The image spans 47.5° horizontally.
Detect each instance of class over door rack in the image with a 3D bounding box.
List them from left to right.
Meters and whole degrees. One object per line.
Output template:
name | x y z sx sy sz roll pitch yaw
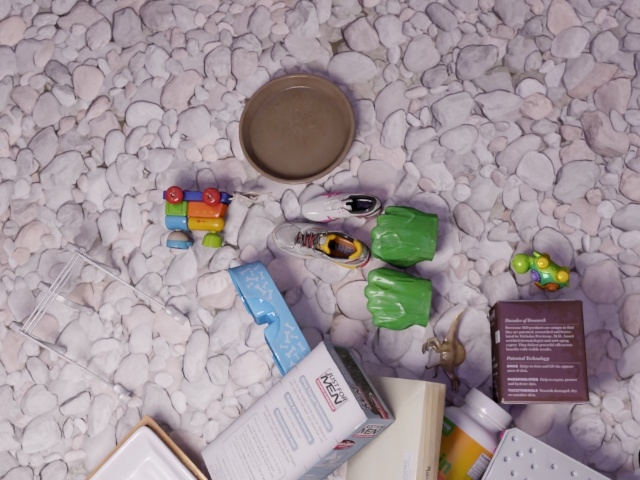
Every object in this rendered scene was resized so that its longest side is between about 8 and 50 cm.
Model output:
over door rack | -0.501 0.188 1.661 0.324 0.108 0.239 33 84 -1

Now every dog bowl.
dog bowl | -0.102 0.174 1.575 0.074 0.166 0.297 -27 75 -11

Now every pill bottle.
pill bottle | 0.276 0.425 1.474 0.136 0.136 0.245 38 85 14

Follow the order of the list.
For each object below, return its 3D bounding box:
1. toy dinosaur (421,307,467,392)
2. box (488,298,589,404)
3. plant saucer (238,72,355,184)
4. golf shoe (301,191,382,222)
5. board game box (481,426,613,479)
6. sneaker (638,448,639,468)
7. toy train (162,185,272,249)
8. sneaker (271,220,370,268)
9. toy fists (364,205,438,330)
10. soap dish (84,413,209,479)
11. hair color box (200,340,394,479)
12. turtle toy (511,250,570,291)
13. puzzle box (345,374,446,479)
toy dinosaur | 0.270 0.233 1.570 0.093 0.053 0.183 4 86 -7
box | 0.437 0.230 1.477 0.167 0.168 0.203 -2 77 7
plant saucer | -0.055 -0.261 1.719 0.278 0.041 0.277 -2 78 8
golf shoe | 0.045 -0.082 1.644 0.186 0.086 0.067 -5 79 8
board game box | 0.434 0.614 1.398 0.390 0.050 0.389 29 84 -5
sneaker | 0.722 0.494 1.441 0.098 0.083 0.223 -23 79 -19
toy train | -0.238 -0.046 1.672 0.248 0.105 0.143 3 89 8
sneaker | 0.000 0.000 1.628 0.225 0.093 0.088 11 80 11
toy fists | 0.171 0.058 1.593 0.142 0.096 0.279 8 77 -1
soap dish | -0.386 0.556 1.548 0.229 0.118 0.291 42 87 14
hair color box | -0.054 0.393 1.457 0.374 0.114 0.185 -44 56 17
turtle toy | 0.474 0.065 1.556 0.130 0.095 0.066 35 106 14
puzzle box | 0.132 0.474 1.427 0.052 0.272 0.408 12 79 -24
